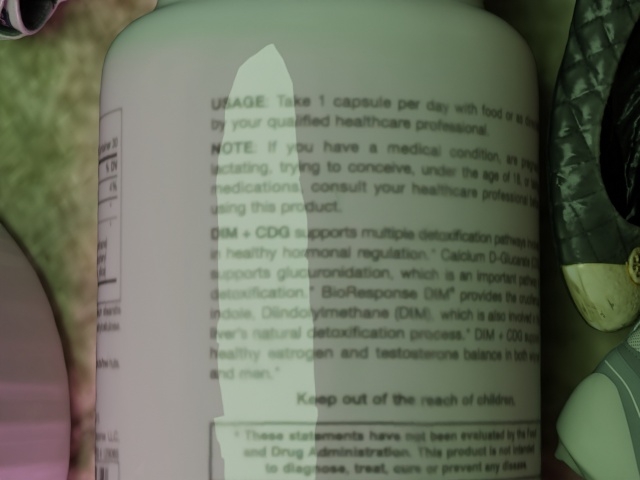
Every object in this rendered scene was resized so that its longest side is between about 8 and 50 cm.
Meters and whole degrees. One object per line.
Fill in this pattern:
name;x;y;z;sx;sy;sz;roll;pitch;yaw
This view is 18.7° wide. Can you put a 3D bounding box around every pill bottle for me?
pill bottle;0.000;0.000;0.701;0.160;0.160;0.283;-2;85;30

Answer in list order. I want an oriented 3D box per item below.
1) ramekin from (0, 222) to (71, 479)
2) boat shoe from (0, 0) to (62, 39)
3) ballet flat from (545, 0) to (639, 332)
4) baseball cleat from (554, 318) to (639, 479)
ramekin;-0.241;0.081;0.847;0.277;0.135;0.277;-2;86;30
boat shoe;-0.132;-0.120;0.847;0.184;0.066;0.063;-7;82;19
ballet flat;0.114;-0.053;0.697;0.049;0.057;0.173;5;88;36
baseball cleat;0.170;0.101;0.648;0.206;0.072;0.109;45;105;22
